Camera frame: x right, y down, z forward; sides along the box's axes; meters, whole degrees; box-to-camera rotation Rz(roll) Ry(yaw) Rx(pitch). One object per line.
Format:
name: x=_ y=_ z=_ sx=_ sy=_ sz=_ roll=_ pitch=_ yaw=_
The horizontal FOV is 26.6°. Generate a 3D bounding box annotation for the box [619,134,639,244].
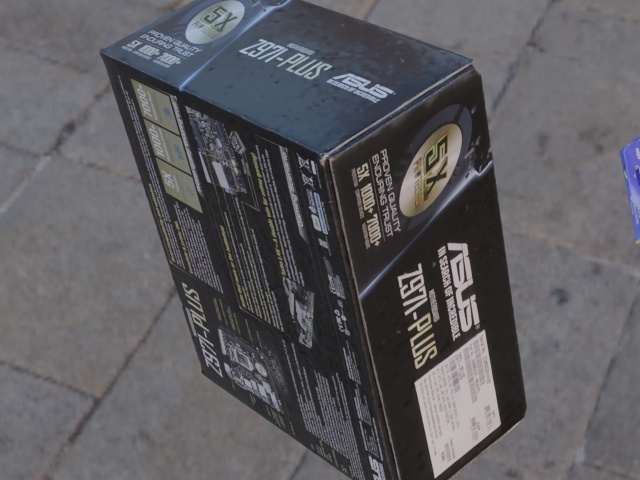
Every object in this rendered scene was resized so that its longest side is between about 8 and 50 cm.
box: x=0.268 y=-0.024 z=0.975 sx=0.136 sy=0.028 sz=0.081 roll=15 pitch=54 yaw=-24

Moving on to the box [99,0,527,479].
box: x=0.000 y=0.000 z=0.566 sx=0.077 sy=0.180 sz=0.147 roll=-34 pitch=39 yaw=-27
